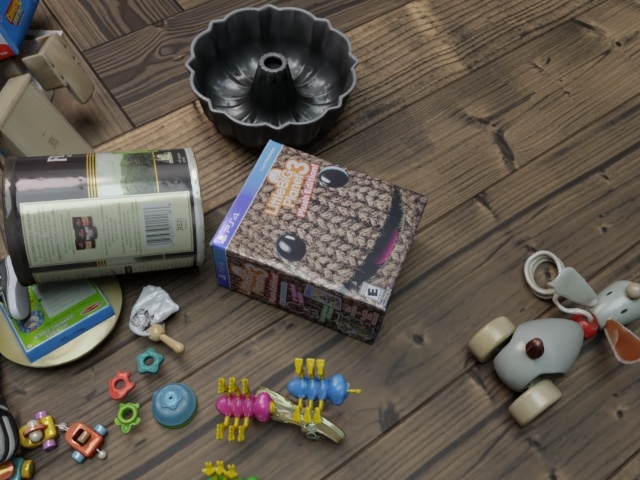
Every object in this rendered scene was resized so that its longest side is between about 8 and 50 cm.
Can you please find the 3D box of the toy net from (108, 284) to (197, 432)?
[{"bbox_3d":[-0.270,0.183,0.980,0.122,0.045,0.232,-12,59,-8],"label":"toy net"}]

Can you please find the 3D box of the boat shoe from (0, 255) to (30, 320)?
[{"bbox_3d":[-0.493,0.078,0.987,0.040,0.049,0.142,-24,45,-9],"label":"boat shoe"}]

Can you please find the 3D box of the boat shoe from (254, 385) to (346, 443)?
[{"bbox_3d":[-0.036,0.272,0.937,0.153,0.056,0.048,24,70,12],"label":"boat shoe"}]

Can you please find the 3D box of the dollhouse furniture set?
[{"bbox_3d":[-0.589,-0.185,1.144,0.303,0.198,0.286,-7,50,21],"label":"dollhouse furniture set"}]

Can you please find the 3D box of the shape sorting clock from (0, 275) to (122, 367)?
[{"bbox_3d":[-0.425,0.113,1.008,0.206,0.040,0.206,-2,49,2],"label":"shape sorting clock"}]

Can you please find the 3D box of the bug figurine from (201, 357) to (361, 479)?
[{"bbox_3d":[-0.058,0.300,0.876,0.216,0.072,0.279,5,84,11],"label":"bug figurine"}]

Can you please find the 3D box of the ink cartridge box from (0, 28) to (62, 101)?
[{"bbox_3d":[-0.631,-0.337,1.258,0.181,0.056,0.224,2,55,-2],"label":"ink cartridge box"}]

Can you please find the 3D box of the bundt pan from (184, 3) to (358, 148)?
[{"bbox_3d":[-0.094,-0.310,1.233,0.331,0.124,0.330,2,60,-3],"label":"bundt pan"}]

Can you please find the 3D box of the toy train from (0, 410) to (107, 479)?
[{"bbox_3d":[-0.397,0.313,0.891,0.125,0.046,0.166,34,63,16],"label":"toy train"}]

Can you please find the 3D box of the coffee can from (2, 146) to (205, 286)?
[{"bbox_3d":[-0.336,-0.041,0.994,0.275,0.201,0.201,-6,60,-17],"label":"coffee can"}]

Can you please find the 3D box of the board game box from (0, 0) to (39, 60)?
[{"bbox_3d":[-0.705,-0.409,1.179,0.302,0.086,0.308,-19,44,3],"label":"board game box"}]

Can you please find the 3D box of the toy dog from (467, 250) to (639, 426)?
[{"bbox_3d":[0.392,0.136,0.982,0.220,0.161,0.333,35,64,16],"label":"toy dog"}]

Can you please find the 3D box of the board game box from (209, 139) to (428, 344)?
[{"bbox_3d":[0.000,0.000,1.046,0.291,0.141,0.232,20,60,7],"label":"board game box"}]

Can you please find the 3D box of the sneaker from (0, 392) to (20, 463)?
[{"bbox_3d":[-0.550,0.240,0.896,0.162,0.106,0.281,-40,52,0],"label":"sneaker"}]
